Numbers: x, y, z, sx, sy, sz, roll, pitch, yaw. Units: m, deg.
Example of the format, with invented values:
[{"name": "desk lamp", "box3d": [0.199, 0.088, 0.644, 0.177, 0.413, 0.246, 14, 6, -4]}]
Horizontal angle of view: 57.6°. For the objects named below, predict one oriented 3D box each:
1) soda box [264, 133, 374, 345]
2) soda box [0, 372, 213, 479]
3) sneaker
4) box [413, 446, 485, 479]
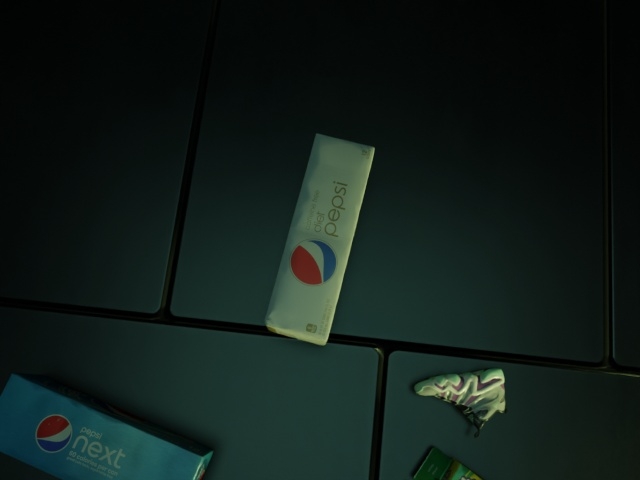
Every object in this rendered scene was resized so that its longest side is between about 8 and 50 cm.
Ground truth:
[{"name": "soda box", "box3d": [0.000, 0.000, 0.635, 0.069, 0.074, 0.216, 14, 77, 2]}, {"name": "soda box", "box3d": [-0.220, 0.207, 0.586, 0.210, 0.067, 0.071, 22, 77, 4]}, {"name": "sneaker", "box3d": [0.151, 0.174, 0.615, 0.098, 0.038, 0.069, -7, 76, -2]}, {"name": "box", "box3d": [0.161, 0.303, 0.583, 0.179, 0.043, 0.105, 36, 78, 9]}]
